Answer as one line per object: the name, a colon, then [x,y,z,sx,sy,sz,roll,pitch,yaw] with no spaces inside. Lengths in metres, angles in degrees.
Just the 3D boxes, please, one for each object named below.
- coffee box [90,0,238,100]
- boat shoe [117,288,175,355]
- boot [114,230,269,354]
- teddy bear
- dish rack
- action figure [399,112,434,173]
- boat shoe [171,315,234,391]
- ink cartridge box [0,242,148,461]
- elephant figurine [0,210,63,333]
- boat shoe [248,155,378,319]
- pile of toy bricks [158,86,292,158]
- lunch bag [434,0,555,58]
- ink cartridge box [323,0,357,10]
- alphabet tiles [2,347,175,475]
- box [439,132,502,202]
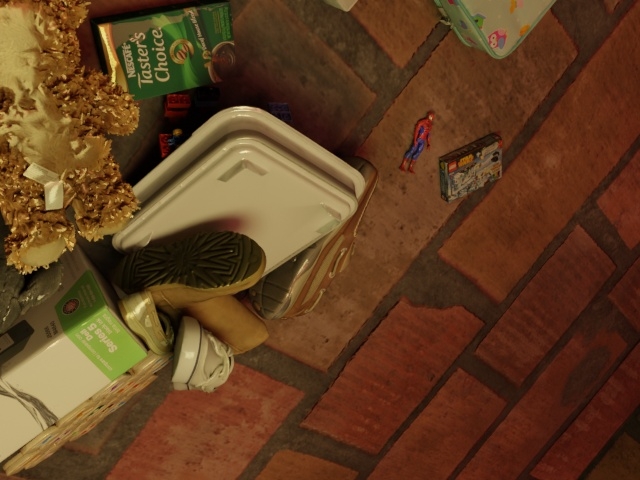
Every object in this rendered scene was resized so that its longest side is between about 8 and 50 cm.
coffee box: [-0.206,-0.257,0.936,0.184,0.040,0.113,-18,126,-24]
boat shoe: [-0.231,0.115,0.965,0.048,0.056,0.153,-29,146,-5]
boot: [-0.143,0.090,1.039,0.269,0.236,0.089,55,38,-54]
teddy bear: [-0.311,-0.119,0.762,0.245,0.113,0.338,-37,137,-13]
dish rack: [-0.123,-0.029,1.013,0.333,0.072,0.286,-33,140,29]
action figure: [0.180,-0.177,1.254,0.038,0.030,0.115,9,110,-31]
boat shoe: [-0.172,0.181,1.026,0.088,0.096,0.267,8,155,-8]
ink cartridge box: [-0.405,0.155,0.951,0.273,0.198,0.114,-36,130,-11]
elephant figurine: [-0.407,0.051,0.858,0.169,0.239,0.186,-15,124,-26]
boat shoe: [0.000,0.000,1.192,0.116,0.123,0.324,19,112,-47]
pile of toy bricks: [-0.139,-0.147,1.018,0.212,0.118,0.105,-4,158,-25]
lunch bag: [0.307,-0.447,1.118,0.279,0.108,0.224,-49,137,3]
ink cartridge box: [0.044,-0.513,0.932,0.296,0.066,0.261,-50,133,2]
alphabet tiles: [-0.345,0.255,1.062,0.284,0.021,0.278,-38,173,-8]
box: [0.295,-0.142,1.350,0.137,0.027,0.094,-25,130,-19]
